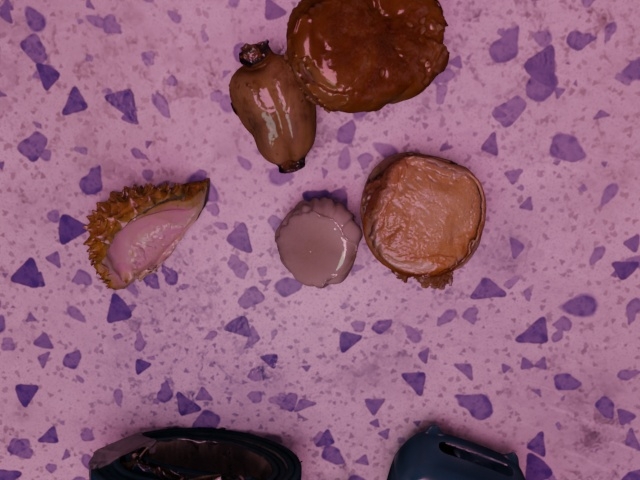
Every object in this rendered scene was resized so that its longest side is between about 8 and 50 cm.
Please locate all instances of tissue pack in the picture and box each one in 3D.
[{"bbox_3d":[0.285,0.518,1.695,0.287,0.198,0.206,19,106,1],"label":"tissue pack"}]

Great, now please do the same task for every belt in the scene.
[{"bbox_3d":[-0.255,0.510,1.676,0.437,0.300,0.173,7,102,5],"label":"belt"}]

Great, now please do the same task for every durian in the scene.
[{"bbox_3d":[-0.365,-0.028,1.608,0.305,0.195,0.185,-38,92,14],"label":"durian"}]

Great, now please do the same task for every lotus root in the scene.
[{"bbox_3d":[-0.089,-0.255,1.558,0.154,0.140,0.256,-8,110,17],"label":"lotus root"}]

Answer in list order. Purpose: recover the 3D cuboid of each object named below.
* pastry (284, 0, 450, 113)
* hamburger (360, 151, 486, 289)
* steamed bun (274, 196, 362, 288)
[{"bbox_3d":[0.075,-0.358,1.494,0.311,0.162,0.255,-16,95,-18],"label":"pastry"},{"bbox_3d":[0.203,-0.038,1.593,0.243,0.146,0.286,-28,94,3],"label":"hamburger"},{"bbox_3d":[0.000,0.000,1.631,0.183,0.106,0.182,4,104,18],"label":"steamed bun"}]
